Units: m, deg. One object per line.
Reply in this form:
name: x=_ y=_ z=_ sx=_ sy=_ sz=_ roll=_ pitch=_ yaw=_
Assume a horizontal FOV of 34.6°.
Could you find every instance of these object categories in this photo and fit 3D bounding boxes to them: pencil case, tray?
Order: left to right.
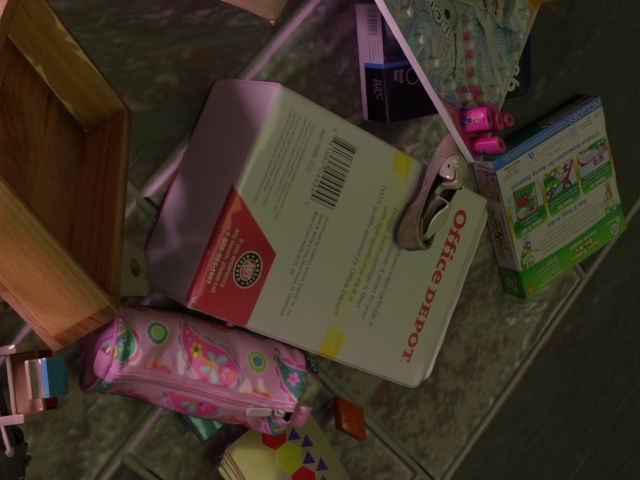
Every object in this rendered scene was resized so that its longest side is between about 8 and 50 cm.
tray: x=-0.272 y=-0.098 z=0.974 sx=0.076 sy=0.411 sz=0.203 roll=-30 pitch=121 yaw=9
pencil case: x=-0.148 y=0.159 z=1.259 sx=0.284 sy=0.124 sz=0.124 roll=20 pitch=89 yaw=-27

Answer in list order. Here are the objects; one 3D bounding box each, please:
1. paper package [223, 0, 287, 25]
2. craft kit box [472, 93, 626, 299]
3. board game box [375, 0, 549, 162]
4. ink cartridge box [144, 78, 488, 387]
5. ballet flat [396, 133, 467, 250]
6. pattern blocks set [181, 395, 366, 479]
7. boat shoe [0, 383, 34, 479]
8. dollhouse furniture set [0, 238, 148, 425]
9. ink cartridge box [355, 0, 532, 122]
paper package: x=-0.131 y=-0.436 z=1.067 sx=0.310 sy=0.168 sz=0.324 roll=11 pitch=116 yaw=-35
craft kit box: x=0.370 y=-0.072 z=1.632 sx=0.250 sy=0.061 sz=0.246 roll=-30 pitch=114 yaw=-26
board game box: x=0.186 y=-0.364 z=1.285 sx=0.390 sy=0.050 sz=0.390 roll=54 pitch=47 yaw=-36
ink cartridge box: x=0.000 y=0.000 z=1.321 sx=0.385 sy=0.160 sz=0.279 roll=25 pitch=84 yaw=-36
ballet flat: x=0.153 y=-0.058 z=1.287 sx=0.057 sy=0.052 sz=0.168 roll=34 pitch=77 yaw=-36
pattern blocks set: x=-0.039 y=0.317 z=1.381 sx=0.285 sy=0.026 sz=0.324 roll=-26 pitch=92 yaw=-36
boat shoe: x=-0.368 y=0.187 z=1.139 sx=0.096 sy=0.112 sz=0.335 roll=-22 pitch=109 yaw=-24
dollhouse furniture set: x=-0.269 y=0.097 z=1.120 sx=0.129 sy=0.129 sz=0.183 roll=5 pitch=76 yaw=-66
ink cartridge box: x=0.202 y=-0.274 z=1.464 sx=0.333 sy=0.065 sz=0.165 roll=-16 pitch=109 yaw=-32
